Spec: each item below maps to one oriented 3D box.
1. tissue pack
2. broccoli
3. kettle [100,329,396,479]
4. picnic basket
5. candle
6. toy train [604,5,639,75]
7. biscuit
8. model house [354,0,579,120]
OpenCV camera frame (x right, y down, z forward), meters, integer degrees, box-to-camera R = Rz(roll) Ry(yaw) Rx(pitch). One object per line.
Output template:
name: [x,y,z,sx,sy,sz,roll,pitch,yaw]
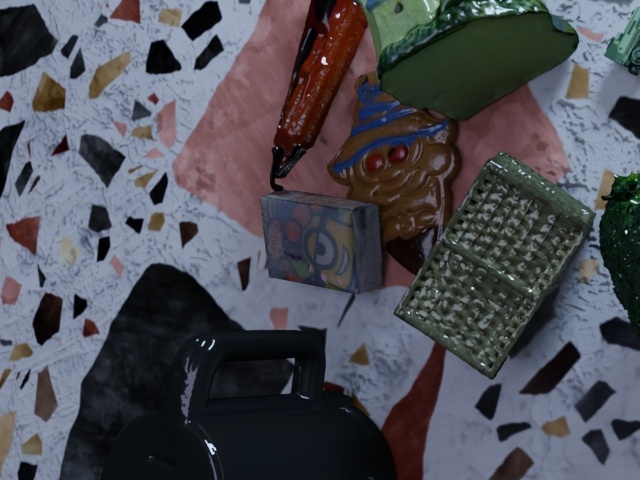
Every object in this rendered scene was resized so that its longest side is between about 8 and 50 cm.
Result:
tissue pack: [0.000,0.000,1.654,0.148,0.060,0.109,11,112,38]
broccoli: [0.409,0.014,1.302,0.254,0.269,0.269,-146,75,-72]
kettle: [-0.064,0.253,1.526,0.203,0.308,0.262,47,110,31]
picnic basket: [0.191,0.021,1.473,0.134,0.154,0.196,33,103,9]
candle: [-0.009,-0.201,1.694,0.084,0.059,0.302,16,79,28]
toy train: [0.346,-0.220,1.475,0.053,0.033,0.083,34,103,38]
biscuit: [0.091,-0.080,1.640,0.183,0.043,0.280,-28,64,33]
model house: [0.146,-0.268,1.519,0.195,0.214,0.189,-34,63,30]
